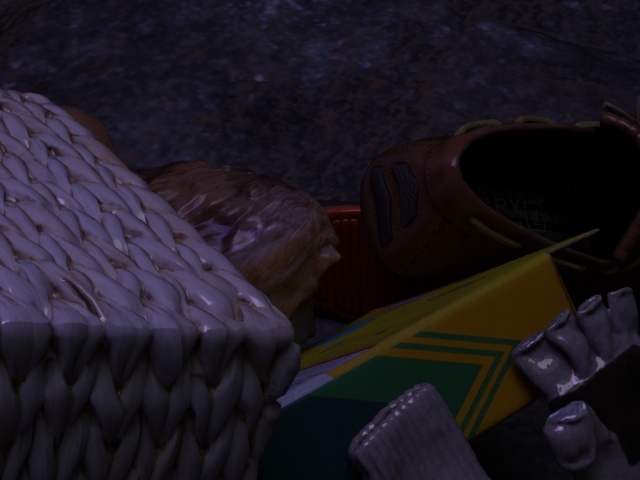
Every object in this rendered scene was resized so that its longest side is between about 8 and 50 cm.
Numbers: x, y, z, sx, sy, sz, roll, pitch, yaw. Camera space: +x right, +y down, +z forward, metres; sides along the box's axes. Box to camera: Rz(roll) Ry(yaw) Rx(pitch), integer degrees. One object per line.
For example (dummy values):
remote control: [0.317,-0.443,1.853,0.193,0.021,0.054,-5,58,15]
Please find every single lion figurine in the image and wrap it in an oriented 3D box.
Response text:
lion figurine: [-0.172,-0.017,1.175,0.240,0.142,0.392,-45,52,-6]

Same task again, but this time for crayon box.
crayon box: [0.029,0.100,1.021,0.318,0.081,0.202,-26,2,-36]

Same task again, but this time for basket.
basket: [-0.232,0.103,0.838,0.266,0.328,0.331,3,24,-39]

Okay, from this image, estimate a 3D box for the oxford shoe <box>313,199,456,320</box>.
oxford shoe: [0.000,0.000,1.272,0.271,0.097,0.098,5,24,4]

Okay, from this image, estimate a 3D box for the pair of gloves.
pair of gloves: [0.139,0.155,0.936,0.240,0.204,0.042,-26,5,-36]

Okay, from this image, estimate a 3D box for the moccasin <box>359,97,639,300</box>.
moccasin: [0.212,-0.037,1.213,0.380,0.139,0.147,8,-21,-35]
